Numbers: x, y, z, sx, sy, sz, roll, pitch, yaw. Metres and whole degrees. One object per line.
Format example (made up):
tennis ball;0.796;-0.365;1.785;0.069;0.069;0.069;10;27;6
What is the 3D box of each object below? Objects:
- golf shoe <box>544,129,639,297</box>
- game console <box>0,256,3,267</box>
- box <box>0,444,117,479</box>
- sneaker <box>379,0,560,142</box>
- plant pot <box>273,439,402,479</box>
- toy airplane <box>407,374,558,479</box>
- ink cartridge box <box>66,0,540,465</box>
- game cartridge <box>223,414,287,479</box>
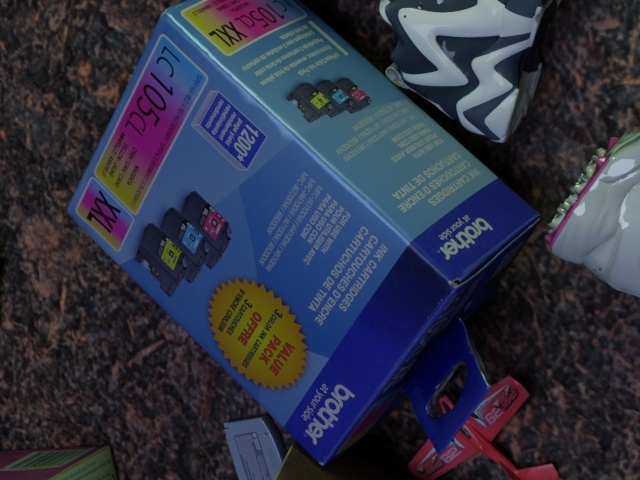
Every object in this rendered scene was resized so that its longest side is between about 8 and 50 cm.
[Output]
golf shoe;0.305;-0.074;1.469;0.140;0.115;0.306;37;127;6
game console;-0.390;0.031;1.909;0.122;0.107;0.071;16;83;25
box;-0.303;0.343;1.918;0.213;0.117;0.243;-7;99;31
sneaker;0.119;-0.210;1.534;0.153;0.094;0.235;22;124;14
plant pot;0.053;0.305;1.672;0.230;0.215;0.215;22;115;7
toy airplane;0.151;0.183;1.666;0.151;0.028;0.151;10;110;28
ink cartridge box;0.000;0.000;1.603;0.395;0.151;0.270;42;133;11
game cartridge;-0.058;0.209;1.800;0.056;0.017;0.083;-12;98;35
